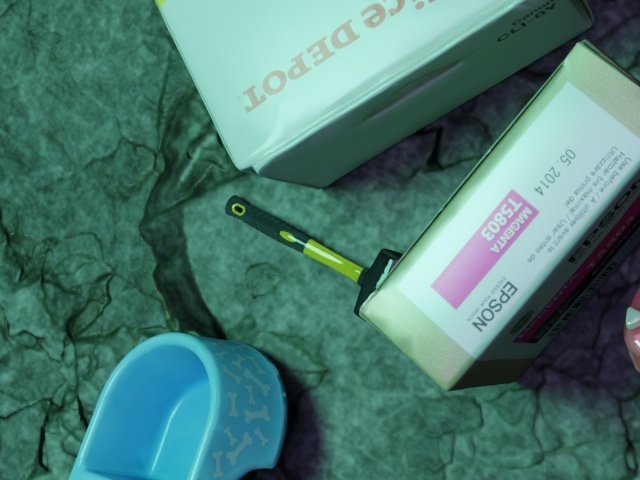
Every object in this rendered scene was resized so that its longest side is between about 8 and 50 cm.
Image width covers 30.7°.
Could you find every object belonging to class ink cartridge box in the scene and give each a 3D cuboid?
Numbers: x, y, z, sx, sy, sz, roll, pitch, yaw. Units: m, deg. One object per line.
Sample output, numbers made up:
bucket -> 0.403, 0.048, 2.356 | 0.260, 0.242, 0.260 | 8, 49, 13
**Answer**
ink cartridge box -> 0.159, -0.006, 0.828 | 0.088, 0.193, 0.234 | 44, 103, 20
ink cartridge box -> -0.001, -0.271, 0.931 | 0.279, 0.160, 0.384 | -31, 75, 19

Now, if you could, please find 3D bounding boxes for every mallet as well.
mallet -> 0.000, 0.000, 0.982 | 0.190, 0.039, 0.062 | 36, 101, 25

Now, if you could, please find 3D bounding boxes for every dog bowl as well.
dog bowl -> -0.136, 0.211, 0.948 | 0.166, 0.074, 0.297 | 7, 73, 40

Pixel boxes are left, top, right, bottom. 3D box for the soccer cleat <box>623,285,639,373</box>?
soccer cleat -> 0.298, -0.001, 0.833 | 0.083, 0.095, 0.248 | 27, 75, 35
